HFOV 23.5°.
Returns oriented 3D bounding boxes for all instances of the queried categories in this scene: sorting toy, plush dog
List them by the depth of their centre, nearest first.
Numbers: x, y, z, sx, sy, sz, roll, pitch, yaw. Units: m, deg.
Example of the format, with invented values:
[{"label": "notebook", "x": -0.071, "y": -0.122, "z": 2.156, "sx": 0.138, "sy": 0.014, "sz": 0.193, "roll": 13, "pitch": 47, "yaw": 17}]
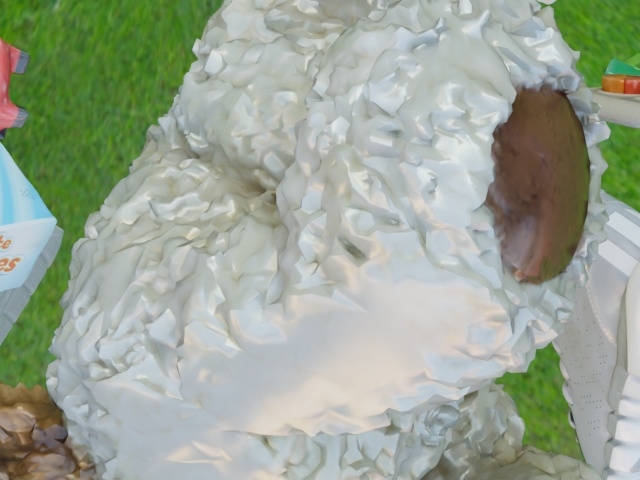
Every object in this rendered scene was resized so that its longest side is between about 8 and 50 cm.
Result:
[{"label": "plush dog", "x": 0.000, "y": 0.000, "z": 0.509, "sx": 0.210, "sy": 0.225, "sz": 0.262, "roll": 0, "pitch": 131, "yaw": 17}, {"label": "sorting toy", "x": 0.115, "y": -0.054, "z": 0.539, "sx": 0.062, "sy": 0.083, "sz": 0.012, "roll": -11, "pitch": 106, "yaw": -20}]

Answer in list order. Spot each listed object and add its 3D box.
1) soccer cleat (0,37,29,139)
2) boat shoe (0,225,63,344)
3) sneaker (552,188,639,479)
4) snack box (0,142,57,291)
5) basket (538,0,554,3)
[{"label": "soccer cleat", "x": -0.093, "y": -0.021, "z": 0.335, "sx": 0.035, "sy": 0.029, "sz": 0.083, "roll": 14, "pitch": 147, "yaw": -30}, {"label": "boat shoe", "x": -0.251, "y": 0.005, "z": 1.032, "sx": 0.119, "sy": 0.335, "sz": 0.121, "roll": 29, "pitch": 74, "yaw": -1}, {"label": "sneaker", "x": 0.144, "y": 0.049, "z": 0.796, "sx": 0.086, "sy": 0.132, "sz": 0.229, "roll": -33, "pitch": 144, "yaw": -22}, {"label": "snack box", "x": -0.295, "y": -0.092, "z": 0.763, "sx": 0.322, "sy": 0.187, "sz": 0.060, "roll": 51, "pitch": 128, "yaw": 22}, {"label": "basket", "x": 0.141, "y": -0.239, "z": 1.019, "sx": 0.103, "sy": 0.167, "sz": 0.113, "roll": 25, "pitch": 88, "yaw": 1}]
